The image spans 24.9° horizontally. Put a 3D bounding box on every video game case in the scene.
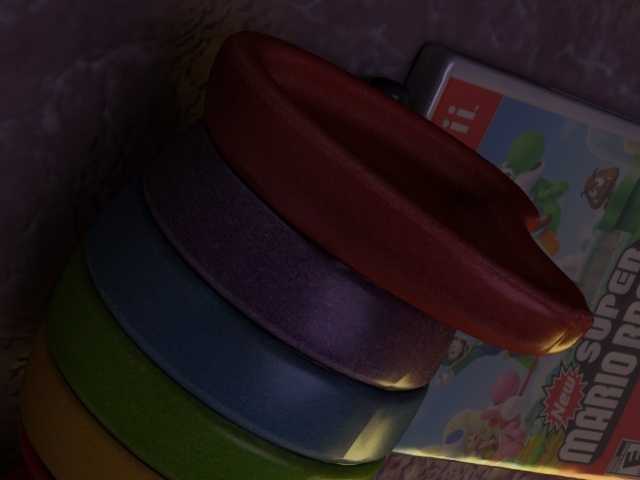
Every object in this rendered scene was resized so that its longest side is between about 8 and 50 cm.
[{"bbox_3d":[0.124,0.029,0.770,0.285,0.025,0.204,14,106,-37],"label":"video game case"}]

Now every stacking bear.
[{"bbox_3d":[-0.050,0.075,0.602,0.164,0.175,0.289,32,106,-13],"label":"stacking bear"}]

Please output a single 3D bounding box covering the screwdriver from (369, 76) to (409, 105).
[{"bbox_3d":[0.000,0.000,0.684,0.024,0.025,0.170,9,118,-37],"label":"screwdriver"}]
